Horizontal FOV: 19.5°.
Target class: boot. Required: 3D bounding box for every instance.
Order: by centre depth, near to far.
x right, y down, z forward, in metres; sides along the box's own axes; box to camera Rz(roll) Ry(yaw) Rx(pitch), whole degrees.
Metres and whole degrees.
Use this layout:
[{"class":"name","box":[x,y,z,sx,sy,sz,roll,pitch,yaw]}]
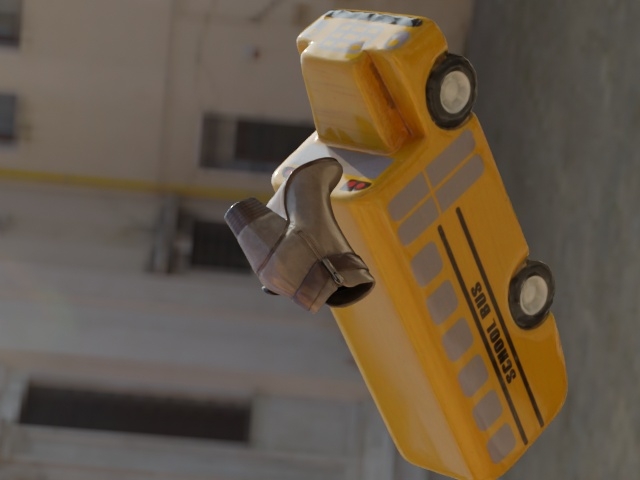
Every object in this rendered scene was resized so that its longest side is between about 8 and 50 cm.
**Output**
[{"class":"boot","box":[0.000,0.000,1.116,0.118,0.087,0.042,-30,-23,-44]}]

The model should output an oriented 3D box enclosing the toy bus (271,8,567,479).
[{"class":"toy bus","box":[0.067,0.004,1.308,0.130,0.108,0.332,-43,-54,-27]}]
